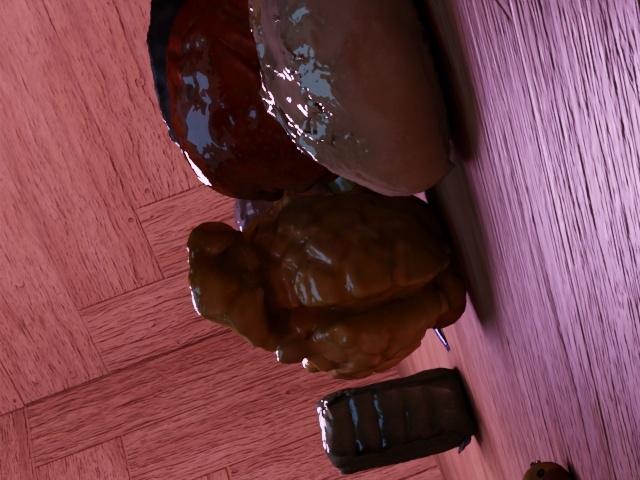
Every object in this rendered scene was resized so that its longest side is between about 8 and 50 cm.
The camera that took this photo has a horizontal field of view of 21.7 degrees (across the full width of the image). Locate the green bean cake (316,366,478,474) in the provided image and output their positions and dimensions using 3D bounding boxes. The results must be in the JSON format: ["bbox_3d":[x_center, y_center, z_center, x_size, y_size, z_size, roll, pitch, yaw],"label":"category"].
[{"bbox_3d":[0.111,0.262,2.431,0.227,0.222,0.125,69,-169,-80],"label":"green bean cake"}]

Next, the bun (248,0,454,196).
[{"bbox_3d":[0.014,-0.159,1.431,0.287,0.146,0.287,158,90,-87],"label":"bun"}]

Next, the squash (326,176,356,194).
[{"bbox_3d":[0.012,-0.182,2.227,0.101,0.101,0.378,78,170,-81],"label":"squash"}]

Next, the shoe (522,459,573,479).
[{"bbox_3d":[0.203,0.255,1.517,0.069,0.072,0.109,-121,10,-56],"label":"shoe"}]

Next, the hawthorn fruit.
[{"bbox_3d":[-0.042,-0.170,1.761,0.258,0.258,0.262,-112,26,-55],"label":"hawthorn fruit"}]

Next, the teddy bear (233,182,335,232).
[{"bbox_3d":[0.001,0.000,2.274,0.151,0.267,0.236,-46,27,47],"label":"teddy bear"}]

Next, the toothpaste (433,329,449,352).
[{"bbox_3d":[0.165,0.123,2.383,0.024,0.015,0.083,76,168,-67],"label":"toothpaste"}]

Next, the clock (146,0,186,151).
[{"bbox_3d":[-0.077,-0.218,1.976,0.325,0.067,0.325,8,-100,-53],"label":"clock"}]

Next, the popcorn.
[{"bbox_3d":[0.012,0.045,1.819,0.265,0.332,0.225,13,99,55],"label":"popcorn"}]
